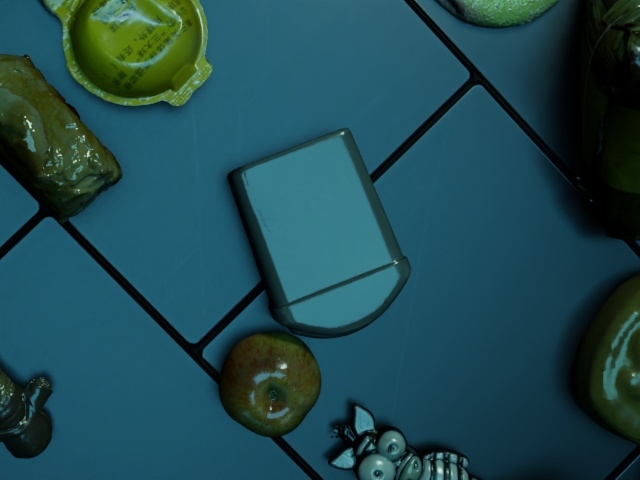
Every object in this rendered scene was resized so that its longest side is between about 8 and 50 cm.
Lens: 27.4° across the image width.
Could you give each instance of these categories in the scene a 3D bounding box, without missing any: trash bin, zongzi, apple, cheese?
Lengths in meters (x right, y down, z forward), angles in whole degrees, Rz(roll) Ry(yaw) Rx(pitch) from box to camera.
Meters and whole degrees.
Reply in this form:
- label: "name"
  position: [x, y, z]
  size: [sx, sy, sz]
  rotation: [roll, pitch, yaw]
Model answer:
- label: "trash bin"
  position: [0.000, 0.000, 1.589]
  size: [0.177, 0.101, 0.236]
  rotation: [-22, 93, -6]
- label: "zongzi"
  position: [0.382, -0.191, 1.650]
  size: [0.154, 0.317, 0.289]
  rotation: [0, 132, -9]
- label: "apple"
  position: [-0.061, 0.171, 1.580]
  size: [0.126, 0.102, 0.126]
  rotation: [-1, 98, -7]
- label: "cheese"
  position: [-0.246, -0.267, 1.555]
  size: [0.270, 0.069, 0.177]
  rotation: [40, 84, 3]

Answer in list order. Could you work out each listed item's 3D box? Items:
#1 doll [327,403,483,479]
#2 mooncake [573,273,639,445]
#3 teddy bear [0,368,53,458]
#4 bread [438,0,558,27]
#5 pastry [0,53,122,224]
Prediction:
- label: "doll"
  position: [0.112, 0.285, 1.630]
  size: [0.219, 0.067, 0.091]
  rotation: [26, 92, -7]
- label: "mooncake"
  position: [0.434, 0.160, 1.653]
  size: [0.235, 0.117, 0.234]
  rotation: [-1, 94, -11]
- label: "teddy bear"
  position: [-0.381, 0.192, 1.545]
  size: [0.160, 0.078, 0.119]
  rotation: [45, 81, -6]
- label: "bread"
  position: [0.223, -0.381, 1.642]
  size: [0.229, 0.033, 0.228]
  rotation: [0, 92, -7]
- label: "pastry"
  position: [-0.312, -0.113, 1.485]
  size: [0.100, 0.229, 0.218]
  rotation: [-41, 59, -9]
